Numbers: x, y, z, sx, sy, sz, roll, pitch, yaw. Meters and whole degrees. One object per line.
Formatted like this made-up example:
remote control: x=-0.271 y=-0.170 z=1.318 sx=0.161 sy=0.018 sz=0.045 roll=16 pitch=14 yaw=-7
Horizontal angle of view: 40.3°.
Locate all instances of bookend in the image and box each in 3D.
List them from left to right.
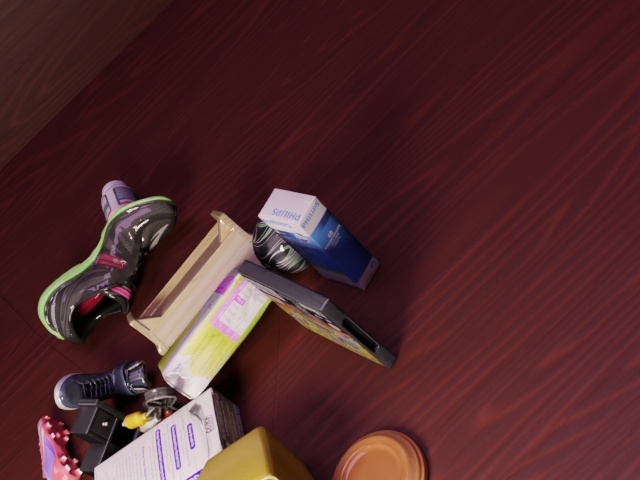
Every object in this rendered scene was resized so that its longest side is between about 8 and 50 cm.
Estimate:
bookend: x=-0.502 y=0.462 z=1.979 sx=0.072 sy=0.157 sz=0.156 roll=-8 pitch=52 yaw=37

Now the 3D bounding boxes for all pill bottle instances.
pill bottle: x=-0.586 y=-0.100 z=2.565 sx=0.108 sy=0.108 sz=0.180 roll=-41 pitch=40 yaw=5

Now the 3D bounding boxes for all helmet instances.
helmet: x=-0.065 y=-0.008 z=2.001 sx=0.161 sy=0.169 sz=0.169 roll=-15 pitch=46 yaw=53

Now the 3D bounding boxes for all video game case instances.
video game case: x=-0.009 y=0.147 z=1.750 sx=0.275 sy=0.248 sz=0.035 roll=21 pitch=72 yaw=48

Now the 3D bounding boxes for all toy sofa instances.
toy sofa: x=-0.293 y=0.113 z=2.128 sx=0.362 sy=0.177 sz=0.150 roll=-52 pitch=16 yaw=-7

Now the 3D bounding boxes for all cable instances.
cable: x=-0.336 y=0.369 z=1.876 sx=0.287 sy=0.139 sz=0.072 roll=142 pitch=127 yaw=-62

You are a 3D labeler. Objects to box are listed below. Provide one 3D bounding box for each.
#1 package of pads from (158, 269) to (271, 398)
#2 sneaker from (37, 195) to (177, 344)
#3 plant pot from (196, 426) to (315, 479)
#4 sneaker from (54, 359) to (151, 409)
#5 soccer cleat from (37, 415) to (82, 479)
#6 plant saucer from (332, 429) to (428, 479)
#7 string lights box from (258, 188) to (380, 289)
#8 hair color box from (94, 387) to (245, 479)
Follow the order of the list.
package of pads: x=-0.236 y=0.203 z=1.946 sx=0.296 sy=0.101 sz=0.229 roll=-53 pitch=9 yaw=-8
sneaker: x=-0.541 y=0.087 z=2.351 sx=0.483 sy=0.185 sz=0.202 roll=-49 pitch=58 yaw=0
plant pot: x=-0.114 y=0.478 z=1.613 sx=0.212 sy=0.212 sz=0.187 roll=-35 pitch=27 yaw=12
sneaker: x=-0.503 y=0.338 z=2.056 sx=0.163 sy=0.226 sz=0.086 roll=-15 pitch=85 yaw=25
soccer cleat: x=-0.652 y=0.522 z=2.121 sx=0.095 sy=0.083 sz=0.248 roll=-49 pitch=42 yaw=2
plant saucer: x=0.099 y=0.435 z=1.580 sx=0.200 sy=0.037 sz=0.200 roll=-22 pitch=45 yaw=25
string lights box: x=0.000 y=0.000 z=1.859 sx=0.133 sy=0.260 sz=0.076 roll=15 pitch=67 yaw=46
hair color box: x=-0.317 y=0.486 z=1.840 sx=0.339 sy=0.110 sz=0.185 roll=-36 pitch=38 yaw=13
